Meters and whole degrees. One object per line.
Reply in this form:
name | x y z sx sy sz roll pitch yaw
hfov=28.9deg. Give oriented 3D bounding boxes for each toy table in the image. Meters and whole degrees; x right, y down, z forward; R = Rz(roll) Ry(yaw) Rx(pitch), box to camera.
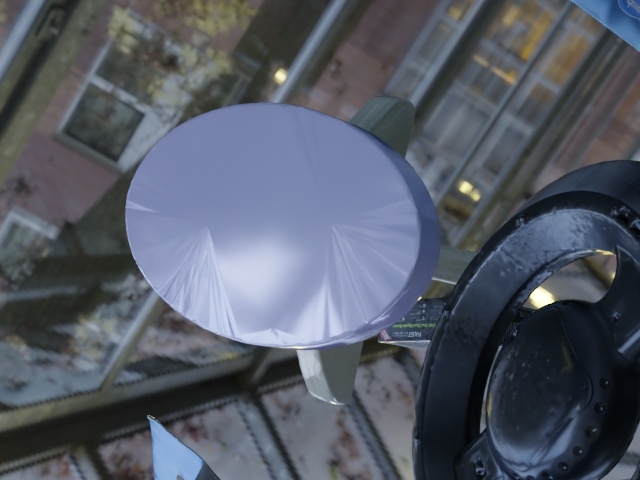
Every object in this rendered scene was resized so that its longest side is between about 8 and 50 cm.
toy table | 0.000 0.000 0.951 0.274 0.252 0.161 26 -173 36

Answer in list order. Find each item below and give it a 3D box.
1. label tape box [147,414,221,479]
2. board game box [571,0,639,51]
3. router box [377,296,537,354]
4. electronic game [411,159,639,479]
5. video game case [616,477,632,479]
label tape box | -0.082 0.358 1.134 0.348 0.115 0.249 43 151 21
board game box | 0.106 -0.261 0.729 0.254 0.079 0.336 23 -148 -41
router box | 0.122 0.075 1.064 0.092 0.038 0.122 12 168 -36
electronic game | 0.114 0.073 0.576 0.048 0.229 0.229 19 -162 -25
video game case | 0.315 0.348 1.050 0.036 0.300 0.329 -34 -87 -33
